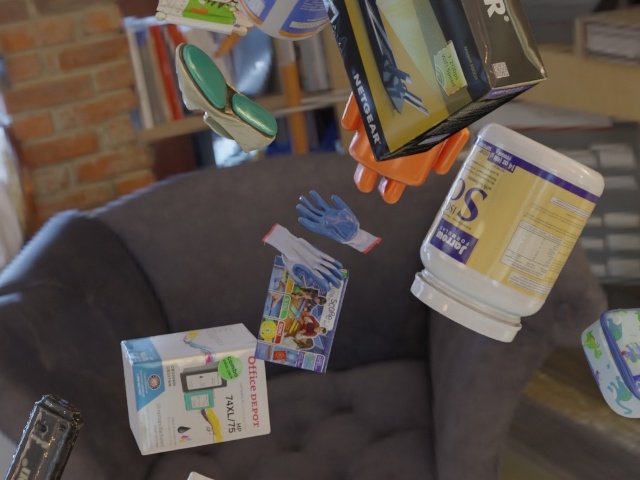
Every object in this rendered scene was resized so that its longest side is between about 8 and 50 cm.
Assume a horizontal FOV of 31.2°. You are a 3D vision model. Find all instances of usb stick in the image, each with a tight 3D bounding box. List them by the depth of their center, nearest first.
[{"bbox_3d":[-0.359,0.321,1.367,0.077,0.278,0.045,22,-1,42],"label":"usb stick"}]

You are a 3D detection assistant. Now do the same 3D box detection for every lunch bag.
[{"bbox_3d":[0.540,0.194,1.830,0.219,0.090,0.176,1,56,-26],"label":"lunch bag"}]

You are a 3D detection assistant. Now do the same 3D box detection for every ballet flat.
[{"bbox_3d":[-0.169,-0.219,1.833,0.086,0.248,0.086,-23,47,27],"label":"ballet flat"}]

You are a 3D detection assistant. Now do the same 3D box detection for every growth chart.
[{"bbox_3d":[-0.194,-0.412,1.928,0.172,0.021,0.237,4,39,-7],"label":"growth chart"}]

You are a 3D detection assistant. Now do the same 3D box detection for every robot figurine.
[{"bbox_3d":[0.122,-0.167,1.692,0.158,0.219,0.128,32,14,27],"label":"robot figurine"}]

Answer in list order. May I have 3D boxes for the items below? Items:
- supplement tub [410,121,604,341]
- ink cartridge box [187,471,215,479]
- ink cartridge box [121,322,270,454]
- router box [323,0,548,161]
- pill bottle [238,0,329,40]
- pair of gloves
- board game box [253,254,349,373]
[{"bbox_3d":[0.321,-0.015,2.011,0.241,0.331,0.241,26,8,-4],"label":"supplement tub"},{"bbox_3d":[-0.115,0.531,1.517,0.286,0.166,0.395,22,30,-2],"label":"ink cartridge box"},{"bbox_3d":[-0.262,0.305,2.396,0.270,0.198,0.197,-8,11,-15],"label":"ink cartridge box"},{"bbox_3d":[0.103,-0.270,1.273,0.081,0.308,0.243,-14,-8,-29],"label":"router box"},{"bbox_3d":[-0.011,-0.396,1.550,0.152,0.152,0.272,-18,-11,-25],"label":"pill bottle"},{"bbox_3d":[0.000,0.000,1.940,0.159,0.023,0.198,36,53,13],"label":"pair of gloves"},{"bbox_3d":[-0.035,0.135,2.070,0.136,0.201,0.035,13,23,-2],"label":"board game box"}]
